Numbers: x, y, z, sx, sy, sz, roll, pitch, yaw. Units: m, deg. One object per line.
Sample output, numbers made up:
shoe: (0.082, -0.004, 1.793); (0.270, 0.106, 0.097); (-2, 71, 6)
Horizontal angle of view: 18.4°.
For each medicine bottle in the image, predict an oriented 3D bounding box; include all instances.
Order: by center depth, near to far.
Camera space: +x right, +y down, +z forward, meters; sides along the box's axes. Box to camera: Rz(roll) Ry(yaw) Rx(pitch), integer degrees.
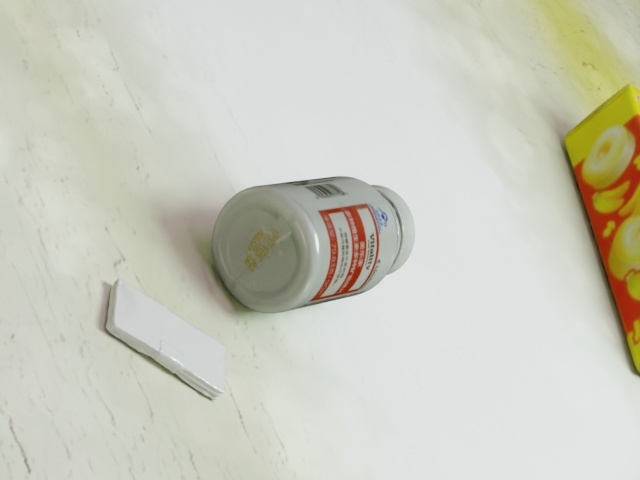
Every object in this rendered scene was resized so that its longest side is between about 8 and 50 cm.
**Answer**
medicine bottle: (0.000, 0.000, 1.255); (0.140, 0.079, 0.079); (-9, 63, -58)

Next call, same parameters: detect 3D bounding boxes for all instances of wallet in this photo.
wallet: (-0.087, 0.056, 1.137); (0.083, 0.011, 0.044); (36, 32, -25)

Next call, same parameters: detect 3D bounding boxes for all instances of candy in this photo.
candy: (0.306, 0.011, 1.665); (0.146, 0.088, 0.276); (28, 34, -32)
